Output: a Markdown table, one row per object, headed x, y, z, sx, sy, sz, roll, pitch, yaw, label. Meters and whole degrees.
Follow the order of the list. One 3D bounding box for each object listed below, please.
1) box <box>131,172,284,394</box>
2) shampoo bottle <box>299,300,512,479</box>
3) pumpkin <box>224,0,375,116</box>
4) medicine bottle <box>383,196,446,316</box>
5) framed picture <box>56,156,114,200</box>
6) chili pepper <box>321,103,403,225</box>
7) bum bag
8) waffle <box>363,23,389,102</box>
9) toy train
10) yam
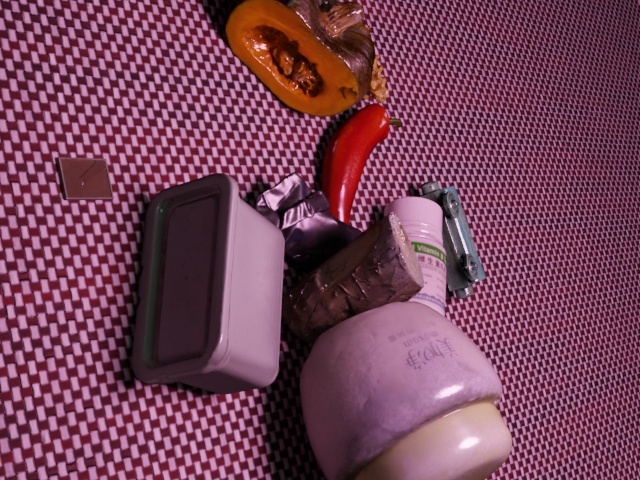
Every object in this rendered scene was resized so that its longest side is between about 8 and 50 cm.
| x | y | z | sx | sy | sz | roll | pitch | yaw | label |
| --- | --- | --- | --- | --- | --- | --- | --- | --- | --- |
| -0.154 | 0.081 | 1.634 | 0.182 | 0.175 | 0.312 | 33 | 51 | -47 | box |
| 0.131 | 0.272 | 1.751 | 0.322 | 0.322 | 0.317 | 2 | 49 | -49 | shampoo bottle |
| -0.025 | -0.370 | 1.925 | 0.317 | 0.221 | 0.139 | 47 | 45 | -24 | pumpkin |
| 0.172 | 0.046 | 2.042 | 0.139 | 0.139 | 0.237 | 31 | 53 | -38 | medicine bottle |
| -0.348 | -0.091 | 1.600 | 0.089 | 0.006 | 0.066 | -4 | 77 | -50 | framed picture |
| 0.062 | -0.152 | 2.056 | 0.368 | 0.091 | 0.137 | -60 | 139 | -36 | chili pepper |
| 0.000 | 0.000 | 1.899 | 0.310 | 0.074 | 0.137 | 40 | 76 | -37 | bum bag |
| 0.074 | -0.343 | 2.069 | 0.160 | 0.192 | 0.046 | 26 | 64 | -2 | waffle |
| 0.270 | -0.006 | 2.221 | 0.159 | 0.101 | 0.248 | -19 | 90 | -64 | toy train |
| 0.068 | 0.072 | 1.815 | 0.154 | 0.254 | 0.154 | 39 | 27 | -24 | yam |
